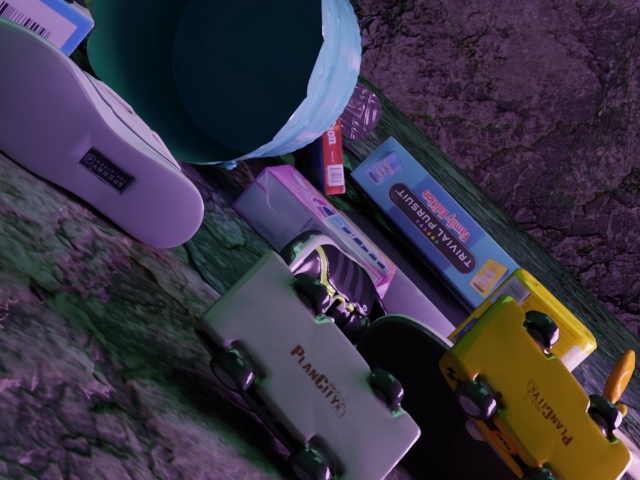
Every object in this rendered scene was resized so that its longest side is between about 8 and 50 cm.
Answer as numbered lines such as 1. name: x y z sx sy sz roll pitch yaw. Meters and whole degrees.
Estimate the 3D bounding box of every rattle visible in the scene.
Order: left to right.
1. rattle: 0.468 0.281 1.681 0.200 0.143 0.130 43 -7 24

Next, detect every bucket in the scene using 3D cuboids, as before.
1. bucket: -0.095 -0.214 1.279 0.281 0.281 0.183 46 12 13

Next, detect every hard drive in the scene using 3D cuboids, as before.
1. hard drive: 0.103 0.059 1.467 0.254 0.054 0.172 46 13 14

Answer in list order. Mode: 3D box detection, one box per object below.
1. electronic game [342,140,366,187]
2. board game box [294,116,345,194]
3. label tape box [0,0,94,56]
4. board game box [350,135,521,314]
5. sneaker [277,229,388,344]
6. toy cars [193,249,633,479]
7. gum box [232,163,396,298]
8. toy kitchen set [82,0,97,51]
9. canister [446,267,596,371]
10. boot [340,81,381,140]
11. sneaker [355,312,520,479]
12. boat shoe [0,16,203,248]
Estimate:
1. electronic game: 0.023 -0.131 1.836 0.229 0.048 0.229 37 7 -6
2. board game box: -0.007 -0.141 1.495 0.027 0.145 0.281 -4 8 -8
3. label tape box: -0.368 -0.299 1.075 0.249 0.115 0.347 32 19 -39
4. board game box: 0.182 0.020 1.620 0.254 0.079 0.336 48 1 21
5. sneaker: 0.014 0.054 1.155 0.097 0.084 0.235 49 14 18
6. toy cars: 0.073 0.123 0.932 0.394 0.176 0.087 11 -13 -25
7. gum box: 0.000 0.000 1.327 0.188 0.062 0.107 44 13 6
8. toy kitchen set: -0.281 -0.246 1.364 0.083 0.075 0.068 -40 125 -45
9. canister: 0.196 0.128 1.266 0.126 0.170 0.073 45 13 5
10. boot: -0.069 -0.289 1.893 0.338 0.118 0.223 47 -9 -36
11. sneaker: 0.155 0.167 1.118 0.295 0.124 0.178 50 17 -5
12. boat shoe: -0.205 -0.091 0.984 0.258 0.095 0.084 48 5 -30
